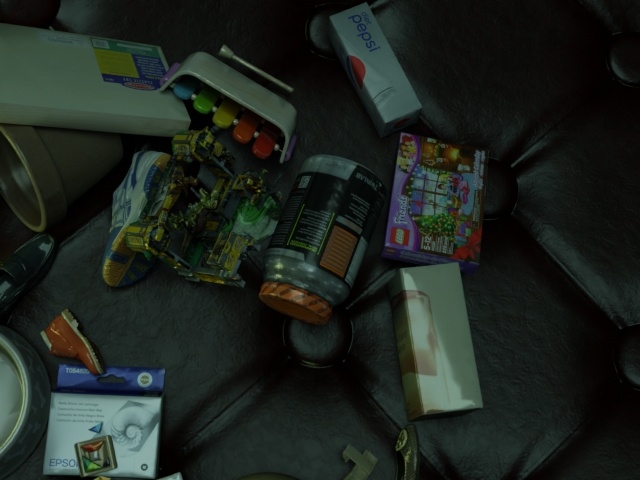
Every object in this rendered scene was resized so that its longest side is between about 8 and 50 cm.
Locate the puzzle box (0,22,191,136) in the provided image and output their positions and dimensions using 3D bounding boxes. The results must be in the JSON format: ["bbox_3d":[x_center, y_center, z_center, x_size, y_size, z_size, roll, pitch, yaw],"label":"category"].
[{"bbox_3d":[-0.490,-0.326,1.918,0.409,0.052,0.272,2,43,-30],"label":"puzzle box"}]

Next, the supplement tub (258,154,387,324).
[{"bbox_3d":[0.000,0.000,1.930,0.193,0.193,0.316,22,73,2],"label":"supplement tub"}]

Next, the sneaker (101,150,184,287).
[{"bbox_3d":[-0.387,-0.047,1.972,0.131,0.112,0.296,23,87,45],"label":"sneaker"}]

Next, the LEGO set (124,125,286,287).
[{"bbox_3d":[-0.211,-0.061,1.884,0.192,0.255,0.331,6,56,39],"label":"LEGO set"}]

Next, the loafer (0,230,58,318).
[{"bbox_3d":[-0.620,0.071,1.920,0.076,0.078,0.223,36,74,5],"label":"loafer"}]

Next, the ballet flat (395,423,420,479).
[{"bbox_3d":[0.158,0.489,1.864,0.058,0.084,0.250,8,79,-4],"label":"ballet flat"}]

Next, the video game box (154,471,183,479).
[{"bbox_3d":[-0.333,0.575,1.814,0.187,0.048,0.205,-14,76,-11],"label":"video game box"}]

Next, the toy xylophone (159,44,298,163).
[{"bbox_3d":[-0.172,-0.303,2.011,0.322,0.081,0.236,35,31,-2],"label":"toy xylophone"}]

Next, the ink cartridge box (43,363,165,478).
[{"bbox_3d":[-0.426,0.357,1.870,0.223,0.045,0.224,2,74,-4],"label":"ink cartridge box"}]

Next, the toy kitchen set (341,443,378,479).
[{"bbox_3d":[0.057,0.460,1.887,0.068,0.075,0.083,41,35,4],"label":"toy kitchen set"}]

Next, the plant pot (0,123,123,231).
[{"bbox_3d":[-0.538,-0.181,1.930,0.229,0.263,0.263,-30,78,-29],"label":"plant pot"}]

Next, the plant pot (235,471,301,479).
[{"bbox_3d":[-0.081,0.566,1.740,0.284,0.191,0.284,5,71,-13],"label":"plant pot"}]

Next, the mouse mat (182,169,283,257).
[{"bbox_3d":[-0.183,-0.049,2.027,0.189,0.007,0.152,-34,79,-14],"label":"mouse mat"}]

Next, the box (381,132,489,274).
[{"bbox_3d":[0.248,-0.082,2.013,0.201,0.057,0.293,11,61,-1],"label":"box"}]

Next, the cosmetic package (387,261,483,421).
[{"bbox_3d":[0.229,0.208,1.911,0.129,0.153,0.296,-5,73,-7],"label":"cosmetic package"}]

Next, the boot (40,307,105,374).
[{"bbox_3d":[-0.500,0.222,1.901,0.084,0.059,0.158,-37,72,-10],"label":"boot"}]

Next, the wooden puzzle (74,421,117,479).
[{"bbox_3d":[-0.435,0.418,1.820,0.078,0.014,0.116,-20,80,-9],"label":"wooden puzzle"}]

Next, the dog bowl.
[{"bbox_3d":[-0.709,0.313,1.832,0.348,0.102,0.349,1,75,-4],"label":"dog bowl"}]

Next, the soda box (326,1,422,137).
[{"bbox_3d":[0.118,-0.380,2.102,0.098,0.091,0.286,-23,77,-10],"label":"soda box"}]
